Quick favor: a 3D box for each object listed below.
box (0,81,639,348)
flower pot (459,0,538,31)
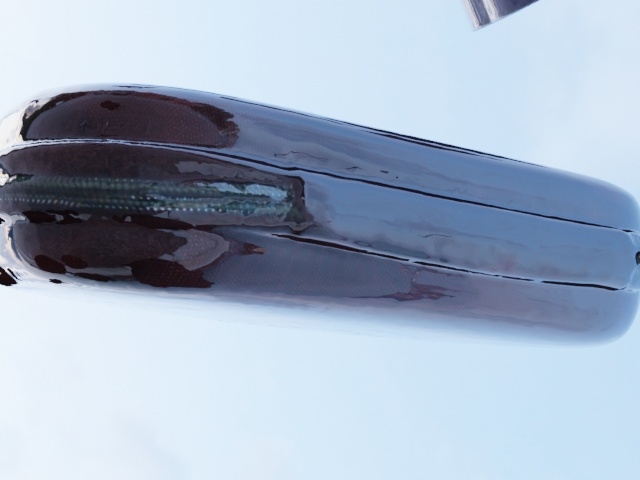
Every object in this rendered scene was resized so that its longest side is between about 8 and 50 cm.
[{"bbox_3d":[0.000,0.000,0.599,0.263,0.404,0.108,-5,-102,60],"label":"box"},{"bbox_3d":[0.249,-0.414,1.180,0.265,0.265,0.243,-20,-80,38],"label":"flower pot"}]
